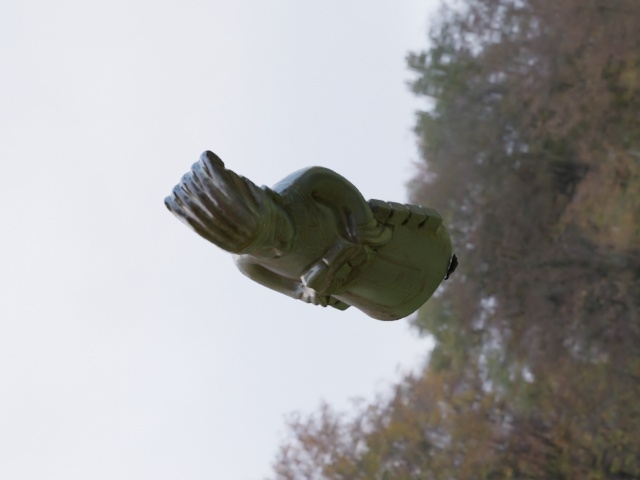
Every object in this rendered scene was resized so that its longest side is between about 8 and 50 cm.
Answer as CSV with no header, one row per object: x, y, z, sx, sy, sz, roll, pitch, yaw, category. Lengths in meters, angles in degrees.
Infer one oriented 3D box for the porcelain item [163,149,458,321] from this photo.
0.000,0.000,0.633,0.084,0.054,0.213,-50,-29,12,porcelain item
